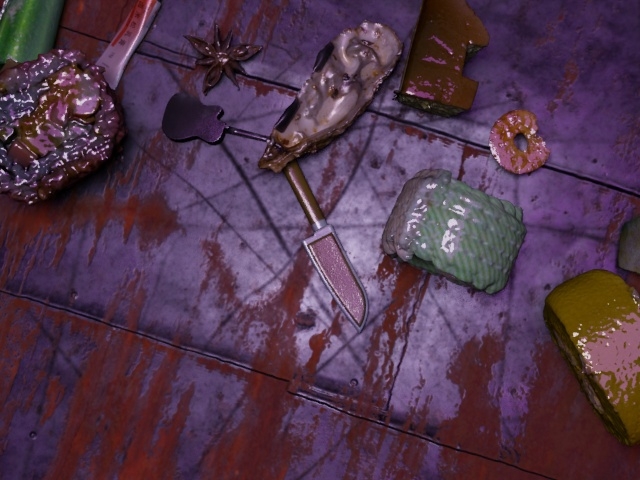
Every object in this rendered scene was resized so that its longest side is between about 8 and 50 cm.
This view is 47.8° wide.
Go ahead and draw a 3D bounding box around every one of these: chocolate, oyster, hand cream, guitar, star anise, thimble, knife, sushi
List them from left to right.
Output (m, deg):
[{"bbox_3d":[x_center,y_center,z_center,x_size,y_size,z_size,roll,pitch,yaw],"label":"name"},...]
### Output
[{"bbox_3d":[-0.513,-0.434,1.304,0.110,0.110,0.291,12,82,6],"label":"chocolate"},{"bbox_3d":[-0.465,-0.199,1.224,0.270,0.171,0.236,-36,99,-5],"label":"sushi"},{"bbox_3d":[-0.348,-0.378,1.317,0.052,0.038,0.216,33,92,35],"label":"hand cream"},{"bbox_3d":[-0.167,-0.199,1.282,0.233,0.025,0.088,15,84,7],"label":"guitar"},{"bbox_3d":[-0.164,-0.328,1.283,0.129,0.056,0.124,-18,108,-1],"label":"star anise"},{"bbox_3d":[-0.001,0.001,1.245,0.061,0.027,0.343,-27,85,-9],"label":"knife"},{"bbox_3d":[0.012,-0.244,1.248,0.129,0.078,0.345,38,81,8],"label":"oyster"},{"bbox_3d":[0.206,-0.015,1.134,0.219,0.219,0.150,22,88,7],"label":"thimble"}]

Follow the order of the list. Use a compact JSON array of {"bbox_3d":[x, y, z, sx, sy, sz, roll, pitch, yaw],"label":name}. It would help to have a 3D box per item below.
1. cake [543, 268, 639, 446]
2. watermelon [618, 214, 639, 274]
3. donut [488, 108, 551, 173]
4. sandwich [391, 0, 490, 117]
[{"bbox_3d":[0.456,0.173,1.111,0.156,0.179,0.260,-30,83,1],"label":"cake"},{"bbox_3d":[0.634,0.002,1.113,0.232,0.310,0.193,-18,81,-35],"label":"watermelon"},{"bbox_3d":[0.332,-0.164,1.226,0.097,0.043,0.108,-15,84,3],"label":"donut"},{"bbox_3d":[0.204,-0.329,1.206,0.128,0.122,0.235,15,87,-5],"label":"sandwich"}]
